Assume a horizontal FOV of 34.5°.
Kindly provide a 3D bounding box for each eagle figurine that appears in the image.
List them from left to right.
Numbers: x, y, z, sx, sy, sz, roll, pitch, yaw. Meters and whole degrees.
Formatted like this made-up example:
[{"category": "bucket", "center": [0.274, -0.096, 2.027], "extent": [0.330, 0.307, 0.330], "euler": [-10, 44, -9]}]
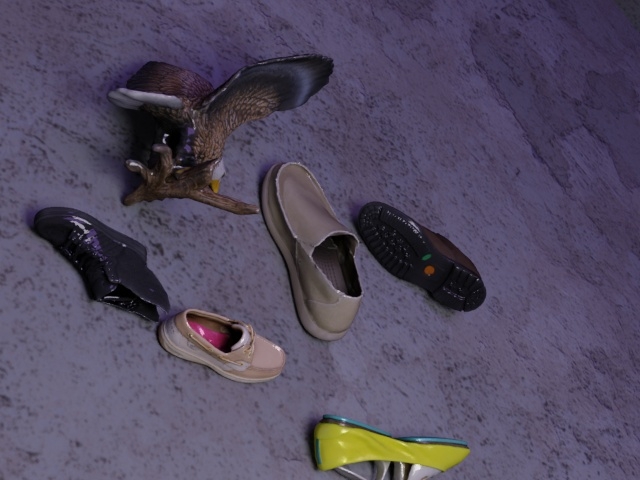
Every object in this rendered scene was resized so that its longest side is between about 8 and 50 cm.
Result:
[{"category": "eagle figurine", "center": [-0.142, -0.159, 1.320], "extent": [0.226, 0.225, 0.298], "euler": [31, 54, -7]}]

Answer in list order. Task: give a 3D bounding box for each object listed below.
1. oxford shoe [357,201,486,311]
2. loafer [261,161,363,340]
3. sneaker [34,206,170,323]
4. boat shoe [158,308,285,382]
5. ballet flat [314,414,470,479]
[{"category": "oxford shoe", "center": [0.146, 0.015, 1.542], "extent": [0.227, 0.083, 0.096], "euler": [39, 22, -14]}, {"category": "loafer", "center": [0.000, 0.000, 1.392], "extent": [0.101, 0.092, 0.269], "euler": [2, 60, -42]}, {"category": "sneaker", "center": [-0.248, 0.029, 1.173], "extent": [0.170, 0.051, 0.089], "euler": [26, 41, -31]}, {"category": "boat shoe", "center": [-0.106, 0.124, 1.226], "extent": [0.170, 0.059, 0.063], "euler": [20, 49, -32]}, {"category": "ballet flat", "center": [0.088, 0.274, 1.294], "extent": [0.230, 0.077, 0.077], "euler": [17, 71, -30]}]
